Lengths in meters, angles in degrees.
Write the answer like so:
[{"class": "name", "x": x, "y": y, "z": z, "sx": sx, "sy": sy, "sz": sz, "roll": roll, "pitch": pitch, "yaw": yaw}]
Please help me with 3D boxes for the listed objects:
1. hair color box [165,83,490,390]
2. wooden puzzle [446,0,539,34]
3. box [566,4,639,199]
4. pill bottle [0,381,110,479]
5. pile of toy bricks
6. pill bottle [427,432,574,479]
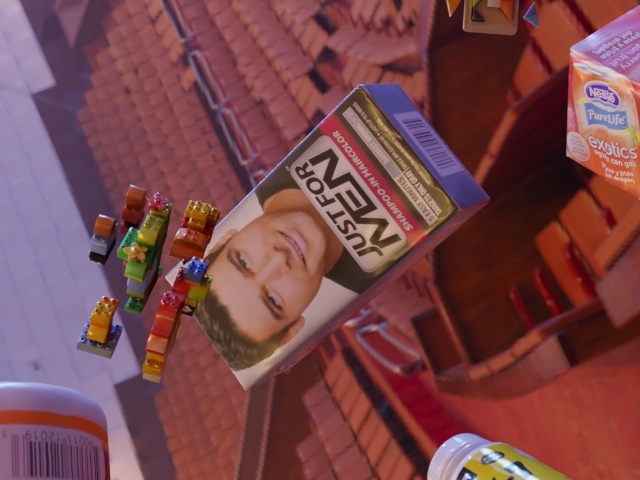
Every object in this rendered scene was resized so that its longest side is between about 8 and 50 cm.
[{"class": "hair color box", "x": 0.000, "y": 0.000, "z": 1.173, "sx": 0.185, "sy": 0.374, "sz": 0.113, "roll": 53, "pitch": -152, "yaw": 10}, {"class": "wooden puzzle", "x": 0.206, "y": -0.287, "z": 1.154, "sx": 0.014, "sy": 0.116, "sz": 0.079, "roll": -129, "pitch": 36, "yaw": -82}, {"class": "box", "x": 0.356, "y": -0.156, "z": 0.869, "sx": 0.122, "sy": 0.257, "sz": 0.128, "roll": 41, "pitch": 154, "yaw": 41}, {"class": "pill bottle", "x": -0.283, "y": 0.340, "z": 0.816, "sx": 0.224, "sy": 0.224, "sz": 0.392, "roll": 77, "pitch": -177, "yaw": -62}, {"class": "pile of toy bricks", "x": -0.151, "y": 0.008, "z": 0.849, "sx": 0.212, "sy": 0.118, "sz": 0.105, "roll": -76, "pitch": 4, "yaw": -47}, {"class": "pill bottle", "x": 0.223, "y": 0.306, "z": 1.104, "sx": 0.208, "sy": 0.119, "sz": 0.119, "roll": 19, "pitch": 134, "yaw": 59}]
